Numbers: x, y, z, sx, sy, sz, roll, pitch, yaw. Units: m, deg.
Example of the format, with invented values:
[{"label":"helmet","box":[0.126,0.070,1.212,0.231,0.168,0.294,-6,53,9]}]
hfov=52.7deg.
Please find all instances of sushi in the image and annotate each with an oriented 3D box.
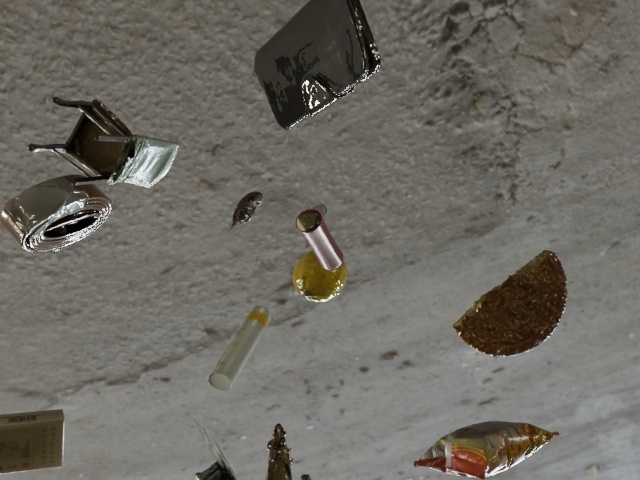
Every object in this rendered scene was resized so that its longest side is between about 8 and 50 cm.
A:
[{"label":"sushi","box":[-0.131,0.343,0.841,0.050,0.192,0.215,-26,-175,-20]}]

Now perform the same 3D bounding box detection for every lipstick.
[{"label":"lipstick","box":[-0.190,0.255,1.558,0.059,0.264,0.059,9,123,14]},{"label":"lipstick","box":[0.000,0.000,1.866,0.080,0.080,0.241,-17,147,10]}]

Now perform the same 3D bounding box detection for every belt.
[{"label":"belt","box":[-0.768,-0.078,1.901,0.217,0.122,0.339,-52,169,26]}]

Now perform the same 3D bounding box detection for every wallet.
[{"label":"wallet","box":[-0.021,-0.354,1.280,0.051,0.197,0.377,-20,-178,-31]}]

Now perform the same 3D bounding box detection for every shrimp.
[{"label":"shrimp","box":[-0.228,-0.087,1.945,0.065,0.165,0.056,13,149,20]},{"label":"shrimp","box":[-0.055,0.450,1.145,0.052,0.251,0.143,-2,176,33]}]

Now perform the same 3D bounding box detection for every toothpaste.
[{"label":"toothpaste","box":[-0.026,-0.050,2.116,0.057,0.234,0.089,9,120,9]}]

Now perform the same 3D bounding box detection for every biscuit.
[{"label":"biscuit","box":[0.323,0.116,1.043,0.206,0.126,0.025,-39,-174,-2]}]

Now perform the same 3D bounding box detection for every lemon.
[{"label":"lemon","box":[-0.001,0.130,2.367,0.192,0.231,0.192,20,140,18]}]

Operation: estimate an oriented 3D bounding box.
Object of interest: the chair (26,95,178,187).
[{"label":"chair","box":[-0.514,-0.230,1.569,0.160,0.186,0.319,-56,169,16]}]

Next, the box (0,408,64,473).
[{"label":"box","box":[-0.742,0.499,1.598,0.201,0.058,0.141,0,106,-27]}]

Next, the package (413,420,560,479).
[{"label":"package","box":[0.386,0.478,1.505,0.288,0.108,0.223,-10,174,-38]}]
